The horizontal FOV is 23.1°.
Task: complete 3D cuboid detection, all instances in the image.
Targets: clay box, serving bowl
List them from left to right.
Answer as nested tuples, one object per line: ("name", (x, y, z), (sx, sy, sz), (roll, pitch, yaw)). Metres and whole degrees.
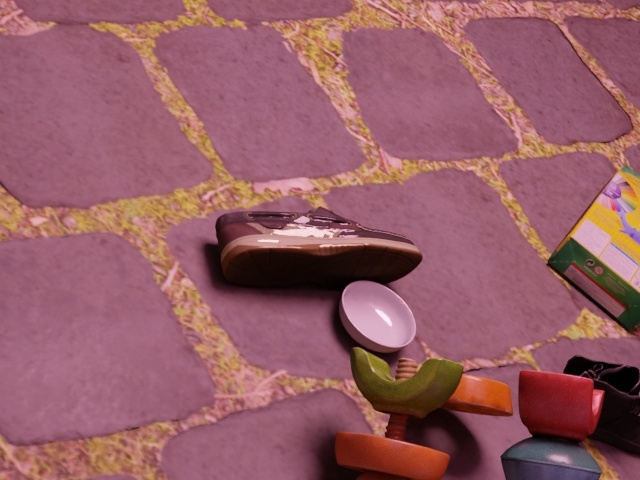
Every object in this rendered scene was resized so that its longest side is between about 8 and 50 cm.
("serving bowl", (0.052, 0.080, 1.546), (0.083, 0.027, 0.083), (20, 40, -18))
("clay box", (0.363, 0.002, 1.845), (0.127, 0.053, 0.222), (40, 37, 6))

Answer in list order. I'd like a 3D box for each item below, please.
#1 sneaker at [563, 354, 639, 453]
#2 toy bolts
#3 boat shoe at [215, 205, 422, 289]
("sneaker", (0.308, 0.166, 1.601), (0.170, 0.089, 0.051), (15, 42, -24))
("toy bolts", (0.143, 0.198, 1.400), (0.218, 0.228, 0.158), (30, 67, -63))
("boat shoe", (-0.001, 0.001, 1.547), (0.223, 0.080, 0.073), (1, 55, -31))
